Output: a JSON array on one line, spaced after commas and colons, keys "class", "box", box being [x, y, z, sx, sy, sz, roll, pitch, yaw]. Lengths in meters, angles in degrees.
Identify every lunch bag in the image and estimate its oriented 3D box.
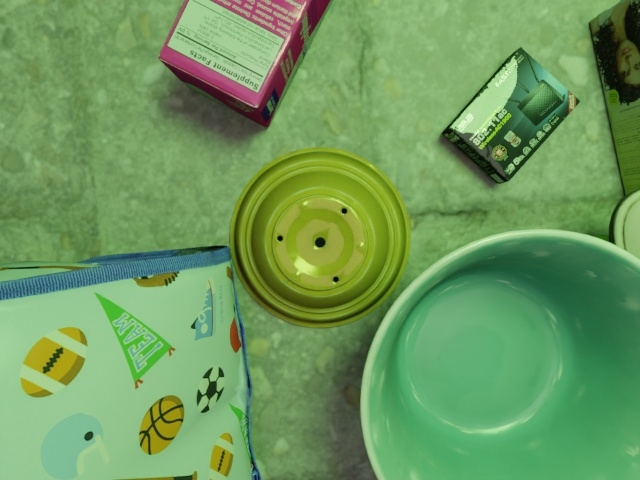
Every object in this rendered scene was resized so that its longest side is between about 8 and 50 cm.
[{"class": "lunch bag", "box": [-0.244, 0.179, 0.434, 0.386, 0.239, 0.327, -9, 95, -38]}]

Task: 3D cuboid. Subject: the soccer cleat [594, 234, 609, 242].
[{"class": "soccer cleat", "box": [0.322, 0.084, 0.540, 0.073, 0.060, 0.178, -5, 87, 10]}]

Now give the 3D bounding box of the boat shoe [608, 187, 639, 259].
[{"class": "boat shoe", "box": [0.411, 0.081, 0.493, 0.112, 0.095, 0.335, -39, 92, 17]}]

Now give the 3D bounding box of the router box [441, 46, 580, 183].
[{"class": "router box", "box": [0.215, -0.141, 0.532, 0.092, 0.038, 0.122, 41, 92, -1]}]

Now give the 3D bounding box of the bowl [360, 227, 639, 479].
[{"class": "bowl", "box": [0.189, 0.141, 0.486, 0.312, 0.163, 0.311, 0, 93, 0]}]

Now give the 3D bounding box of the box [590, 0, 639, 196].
[{"class": "box", "box": [0.368, -0.150, 0.509, 0.058, 0.087, 0.232, -15, 92, -1]}]

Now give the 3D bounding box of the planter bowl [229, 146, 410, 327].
[{"class": "planter bowl", "box": [0.000, 0.000, 0.515, 0.217, 0.090, 0.217, 0, 93, -1]}]

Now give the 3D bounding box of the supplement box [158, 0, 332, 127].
[{"class": "supplement box", "box": [-0.060, -0.248, 0.489, 0.114, 0.111, 0.220, 28, 94, -2]}]
